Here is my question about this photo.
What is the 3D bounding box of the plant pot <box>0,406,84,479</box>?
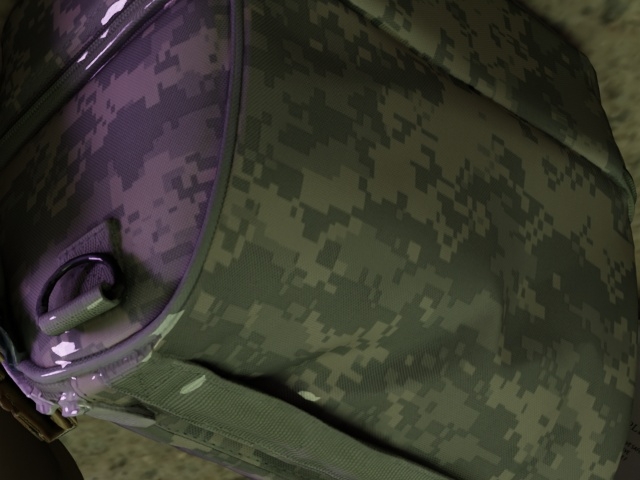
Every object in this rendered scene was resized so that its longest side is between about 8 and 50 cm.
[{"bbox_3d":[-0.283,0.110,0.795,0.323,0.323,0.280,-7,123,-3],"label":"plant pot"}]

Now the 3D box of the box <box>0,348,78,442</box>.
[{"bbox_3d":[-0.180,-0.023,0.700,0.021,0.201,0.164,-31,137,3],"label":"box"}]

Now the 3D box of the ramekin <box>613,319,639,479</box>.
[{"bbox_3d":[0.196,0.146,0.977,0.207,0.207,0.109,-26,129,19],"label":"ramekin"}]

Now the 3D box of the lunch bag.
[{"bbox_3d":[0.000,0.000,0.717,0.212,0.256,0.305,-37,133,29],"label":"lunch bag"}]
